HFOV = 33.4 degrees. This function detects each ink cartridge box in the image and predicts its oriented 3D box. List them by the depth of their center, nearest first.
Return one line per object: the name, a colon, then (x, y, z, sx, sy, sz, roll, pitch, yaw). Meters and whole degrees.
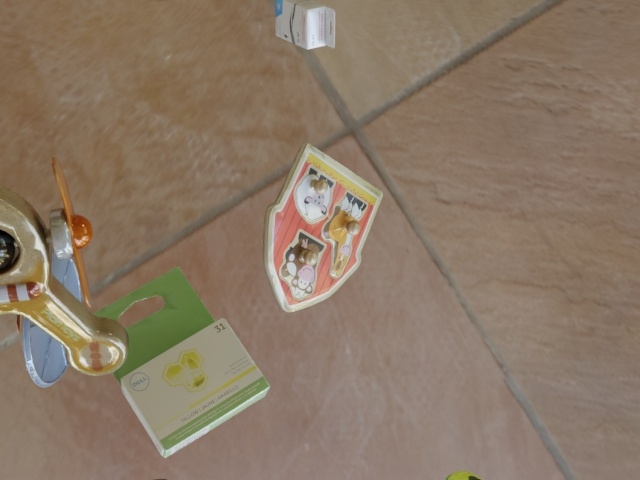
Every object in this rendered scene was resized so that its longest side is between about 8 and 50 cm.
ink cartridge box: (-0.018, -0.253, 1.236, 0.028, 0.083, 0.048, -19, 123, -31)
ink cartridge box: (-0.205, 0.158, 1.482, 0.171, 0.056, 0.235, -30, 75, -21)

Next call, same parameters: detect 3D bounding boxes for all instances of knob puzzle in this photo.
knob puzzle: (0.000, 0.000, 1.316, 0.213, 0.030, 0.213, -20, 117, -43)

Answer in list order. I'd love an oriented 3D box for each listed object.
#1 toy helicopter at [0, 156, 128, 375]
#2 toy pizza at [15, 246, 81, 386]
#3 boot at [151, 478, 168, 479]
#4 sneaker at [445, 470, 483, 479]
toy helicopter: (-0.345, 0.047, 1.306, 0.235, 0.140, 0.355, -31, 130, 11)
toy pizza: (-0.394, 0.109, 1.531, 0.032, 0.201, 0.201, 4, 105, 8)
boot: (-0.219, 0.393, 1.039, 0.283, 0.109, 0.220, -27, 60, -5)
sneaker: (0.126, 0.338, 0.878, 0.123, 0.109, 0.296, -9, 99, 31)
